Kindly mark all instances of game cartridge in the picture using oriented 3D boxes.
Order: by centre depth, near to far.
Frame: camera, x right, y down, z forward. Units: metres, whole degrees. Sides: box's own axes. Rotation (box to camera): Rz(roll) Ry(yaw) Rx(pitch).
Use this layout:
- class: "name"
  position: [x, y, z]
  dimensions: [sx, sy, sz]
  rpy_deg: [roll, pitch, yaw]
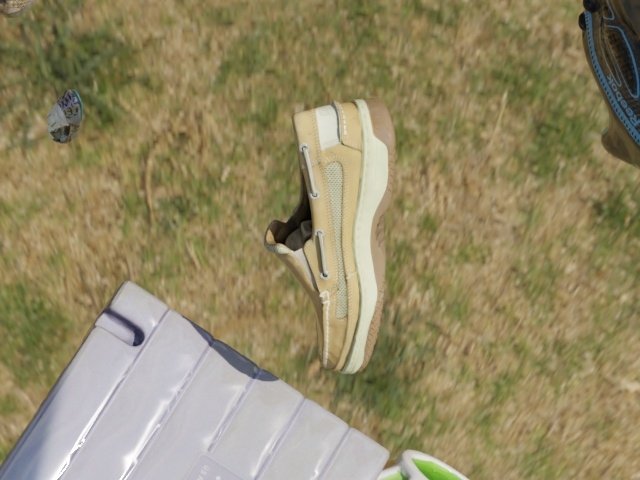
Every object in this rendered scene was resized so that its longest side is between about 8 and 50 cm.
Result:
- class: "game cartridge"
  position: [-0.129, 0.232, 1.009]
  dimensions: [0.230, 0.068, 0.355]
  rpy_deg: [36, 68, -9]

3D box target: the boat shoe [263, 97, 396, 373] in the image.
- class: "boat shoe"
  position: [0.000, 0.000, 0.952]
  dimensions: [0.072, 0.190, 0.068]
  rpy_deg: [-5, 29, -13]

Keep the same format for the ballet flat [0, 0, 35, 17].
- class: "ballet flat"
  position: [-0.364, -0.321, 1.546]
  dimensions: [0.084, 0.058, 0.250]
  rpy_deg: [-37, 70, 3]

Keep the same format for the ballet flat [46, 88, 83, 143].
- class: "ballet flat"
  position: [-0.297, -0.138, 1.796]
  dimensions: [0.041, 0.114, 0.041]
  rpy_deg: [3, 73, -11]

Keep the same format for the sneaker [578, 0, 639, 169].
- class: "sneaker"
  position: [0.248, -0.194, 1.211]
  dimensions: [0.125, 0.341, 0.139]
  rpy_deg: [-26, 27, -27]

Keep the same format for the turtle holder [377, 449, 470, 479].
- class: "turtle holder"
  position: [0.080, 0.317, 1.251]
  dimensions: [0.320, 0.243, 0.227]
  rpy_deg: [39, 98, 41]
